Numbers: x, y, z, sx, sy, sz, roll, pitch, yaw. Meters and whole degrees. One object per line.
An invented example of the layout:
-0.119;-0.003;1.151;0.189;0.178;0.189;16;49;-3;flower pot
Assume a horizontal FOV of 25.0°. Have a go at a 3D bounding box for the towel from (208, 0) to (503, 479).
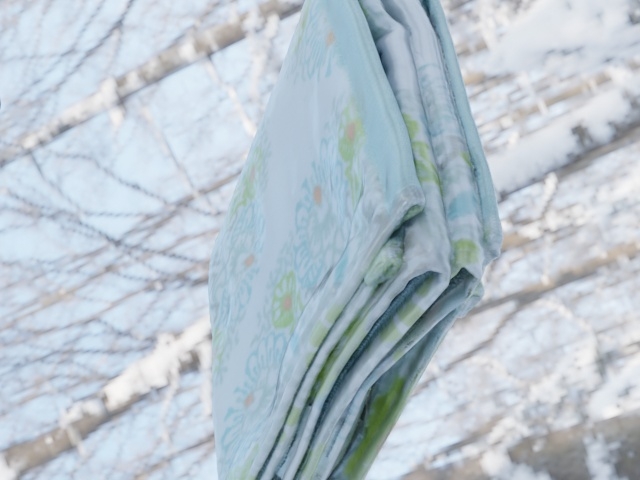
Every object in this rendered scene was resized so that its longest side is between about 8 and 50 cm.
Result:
0.000;0.000;1.006;0.090;0.321;0.374;15;-144;-17;towel
